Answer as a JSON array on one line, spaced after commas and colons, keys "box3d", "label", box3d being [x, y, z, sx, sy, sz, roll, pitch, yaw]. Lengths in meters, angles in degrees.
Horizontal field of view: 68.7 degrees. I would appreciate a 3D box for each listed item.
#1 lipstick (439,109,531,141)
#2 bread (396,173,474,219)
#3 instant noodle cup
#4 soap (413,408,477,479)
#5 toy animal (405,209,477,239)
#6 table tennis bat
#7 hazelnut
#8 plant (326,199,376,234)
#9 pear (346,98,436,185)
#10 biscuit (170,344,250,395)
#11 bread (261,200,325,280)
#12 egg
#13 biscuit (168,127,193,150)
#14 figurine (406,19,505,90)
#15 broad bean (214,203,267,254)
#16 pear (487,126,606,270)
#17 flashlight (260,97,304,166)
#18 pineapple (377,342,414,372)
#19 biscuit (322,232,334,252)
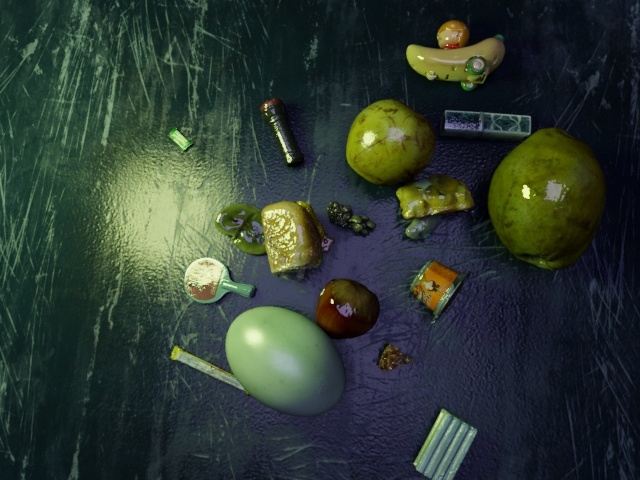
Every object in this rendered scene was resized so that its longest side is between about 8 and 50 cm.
[{"box3d": [0.553, -0.384, 1.571, 0.290, 0.076, 0.077, 4, 80, 0], "label": "lipstick"}, {"box3d": [0.368, -0.150, 1.511, 0.233, 0.088, 0.160, -7, 50, -2], "label": "bread"}, {"box3d": [0.363, 0.142, 1.464, 0.126, 0.177, 0.208, 36, 65, 20], "label": "instant noodle cup"}, {"box3d": [0.382, 0.634, 1.436, 0.115, 0.063, 0.198, 31, 84, 4], "label": "soap"}, {"box3d": [0.390, -0.068, 1.544, 0.253, 0.070, 0.079, -20, 117, -13], "label": "toy animal"}, {"box3d": [-0.335, 0.142, 1.546, 0.245, 0.040, 0.152, 14, 82, 8], "label": "table tennis bat"}, {"box3d": [0.074, 0.225, 1.454, 0.208, 0.208, 0.208, 0, 82, 2], "label": "hazelnut"}, {"box3d": [0.098, -0.069, 1.541, 0.174, 0.087, 0.085, 26, 119, 2], "label": "plant"}, {"box3d": [0.218, -0.303, 1.483, 0.284, 0.283, 0.283, 0, 82, 2], "label": "pear"}, {"box3d": [-0.350, 0.421, 1.508, 0.292, 0.026, 0.048, 24, 87, 5], "label": "biscuit"}, {"box3d": [-0.072, 0.003, 1.471, 0.176, 0.195, 0.246, -10, 84, 14], "label": "bread"}, {"box3d": [-0.102, 0.354, 1.384, 0.389, 0.276, 0.276, 37, 85, 5], "label": "egg"}, {"box3d": [-0.489, -0.350, 1.627, 0.089, 0.016, 0.046, 43, 84, 6], "label": "biscuit"}, {"box3d": [0.457, -0.643, 1.589, 0.325, 0.124, 0.222, 7, 82, 7], "label": "figurine"}, {"box3d": [-0.245, -0.042, 1.557, 0.207, 0.072, 0.153, 26, 87, -7], "label": "broad bean"}, {"box3d": [0.671, -0.124, 1.403, 0.352, 0.352, 0.413, 10, 79, 3], "label": "pear"}, {"box3d": [-0.127, -0.360, 1.589, 0.093, 0.093, 0.231, -22, 87, -1], "label": "flashlight"}, {"box3d": [0.240, 0.370, 1.487, 0.114, 0.077, 0.114, 16, 117, -7], "label": "pineapple"}, {"box3d": [0.000, 0.000, 1.563, 0.082, 0.016, 0.092, -35, 84, -2], "label": "biscuit"}]
